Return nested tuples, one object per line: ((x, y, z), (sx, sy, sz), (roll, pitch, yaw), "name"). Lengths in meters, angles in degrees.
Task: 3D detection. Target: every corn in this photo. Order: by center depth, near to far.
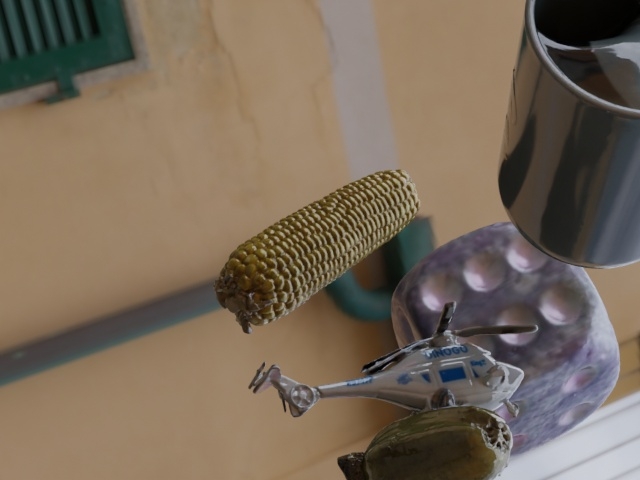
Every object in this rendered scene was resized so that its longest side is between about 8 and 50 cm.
((0.000, 0.000, 1.769), (0.106, 0.305, 0.106), (37, -33, 30), "corn")

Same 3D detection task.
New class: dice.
((0.277, 0.155, 2.169), (0.271, 0.270, 0.270), (79, -16, -57), "dice")

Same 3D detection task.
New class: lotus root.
((0.102, 0.212, 1.385), (0.183, 0.090, 0.077), (-19, -74, 31), "lotus root")

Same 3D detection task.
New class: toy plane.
((0.082, 0.141, 1.420), (0.182, 0.273, 0.107), (-43, -124, 41), "toy plane")

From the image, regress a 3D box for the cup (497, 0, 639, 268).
((0.273, -0.113, 1.332), (0.205, 0.205, 0.312), (59, -16, 26), "cup")
